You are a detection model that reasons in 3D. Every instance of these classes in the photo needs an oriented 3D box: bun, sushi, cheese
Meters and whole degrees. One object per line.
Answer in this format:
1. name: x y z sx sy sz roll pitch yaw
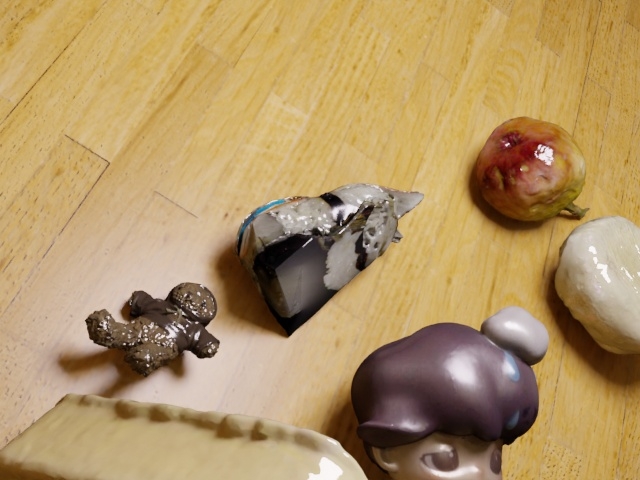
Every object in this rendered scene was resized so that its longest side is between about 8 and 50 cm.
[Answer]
1. bun: 0.439 0.073 1.242 0.231 0.133 0.231 19 49 -23
2. sushi: 0.007 -0.018 1.054 0.109 0.134 0.273 33 56 29
3. cheese: -0.084 0.263 0.689 0.384 0.384 0.104 47 46 0

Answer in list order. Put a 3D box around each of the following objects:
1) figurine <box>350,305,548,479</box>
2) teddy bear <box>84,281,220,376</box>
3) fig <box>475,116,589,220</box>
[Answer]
1. figurine: 0.135 0.262 0.912 0.218 0.206 0.364 7 62 -11
2. teddy bear: -0.175 0.103 0.904 0.119 0.077 0.160 33 31 16
3. fig: 0.353 -0.090 1.297 0.257 0.159 0.159 27 51 -40
